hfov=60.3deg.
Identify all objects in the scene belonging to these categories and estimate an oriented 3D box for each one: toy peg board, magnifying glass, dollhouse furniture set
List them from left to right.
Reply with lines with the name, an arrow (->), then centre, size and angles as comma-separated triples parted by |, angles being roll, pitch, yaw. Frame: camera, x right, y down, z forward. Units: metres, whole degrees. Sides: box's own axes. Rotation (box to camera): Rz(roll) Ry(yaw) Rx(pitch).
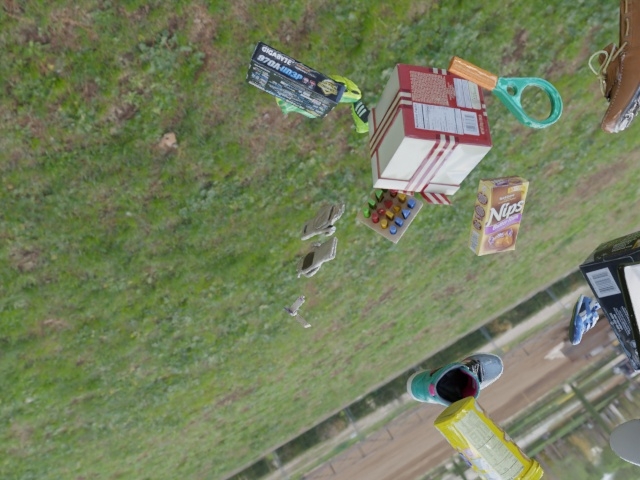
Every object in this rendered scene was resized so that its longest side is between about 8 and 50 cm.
dollhouse furniture set -> -0.058, 0.262, 2.023 | 0.081, 0.114, 0.091 | -48, 156, -5
toy peg board -> 0.220, -0.104, 1.781 | 0.161, 0.161, 0.079 | -55, 165, -4
magnifying glass -> 0.340, -0.278, 1.009 | 0.026, 0.231, 0.092 | 147, -37, -75

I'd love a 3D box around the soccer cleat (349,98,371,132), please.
soccer cleat -> 0.146, -0.461, 1.970 | 0.072, 0.179, 0.060 | -9, 156, -4

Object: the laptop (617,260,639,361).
laptop -> 0.688, 0.200, 0.822 | 0.382, 0.408, 0.236 | -4, 170, -39

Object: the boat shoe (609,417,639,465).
boat shoe -> 0.714, 0.396, 1.069 | 0.267, 0.096, 0.088 | -24, 134, 37

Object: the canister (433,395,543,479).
canister -> 0.297, 0.373, 0.999 | 0.073, 0.170, 0.126 | -37, 167, -24

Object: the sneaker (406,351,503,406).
sneaker -> 0.400, 0.374, 1.496 | 0.295, 0.123, 0.178 | -13, 176, -16

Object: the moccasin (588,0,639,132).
moccasin -> 0.756, -0.448, 1.380 | 0.139, 0.147, 0.380 | 27, 78, -63

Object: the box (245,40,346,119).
box -> -0.064, -0.371, 1.301 | 0.051, 0.220, 0.175 | -67, -169, -4

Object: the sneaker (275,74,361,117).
sneaker -> -0.006, -0.496, 1.914 | 0.296, 0.109, 0.123 | -1, 139, 6

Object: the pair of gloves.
pair of gloves -> 0.000, 0.000, 1.738 | 0.042, 0.240, 0.204 | 28, 139, -25

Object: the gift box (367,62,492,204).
gift box -> 0.276, -0.252, 1.386 | 0.276, 0.255, 0.258 | 9, 154, -11

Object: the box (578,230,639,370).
box -> 0.668, 0.112, 1.105 | 0.142, 0.247, 0.163 | -27, 179, -40

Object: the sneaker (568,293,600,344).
sneaker -> 0.660, 0.200, 1.378 | 0.144, 0.059, 0.053 | -60, 160, -29

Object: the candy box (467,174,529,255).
candy box -> 0.431, -0.061, 1.343 | 0.109, 0.053, 0.186 | -9, 119, -18
